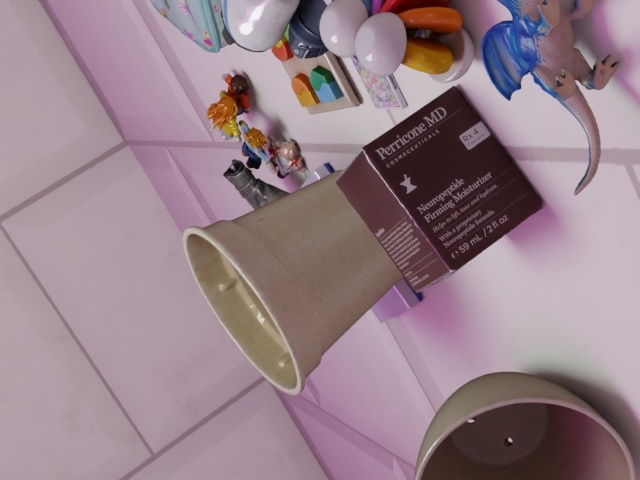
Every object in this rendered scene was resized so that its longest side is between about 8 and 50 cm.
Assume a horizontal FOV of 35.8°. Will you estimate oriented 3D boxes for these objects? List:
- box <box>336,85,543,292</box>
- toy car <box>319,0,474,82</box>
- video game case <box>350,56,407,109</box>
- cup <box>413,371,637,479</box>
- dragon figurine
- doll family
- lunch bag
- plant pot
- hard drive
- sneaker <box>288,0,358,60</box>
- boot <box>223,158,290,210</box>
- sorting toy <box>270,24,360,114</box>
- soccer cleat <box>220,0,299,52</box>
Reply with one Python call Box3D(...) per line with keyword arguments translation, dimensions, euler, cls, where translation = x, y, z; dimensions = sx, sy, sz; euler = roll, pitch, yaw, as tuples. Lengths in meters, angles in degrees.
Box3D(translation=(0.158, -0.064, 1.359), dimensions=(0.203, 0.168, 0.167), euler=(54, 164, 3), cls="box")
Box3D(translation=(0.100, -0.276, 1.211), dimensions=(0.182, 0.159, 0.136), euler=(38, 121, 46), cls="toy car")
Box3D(translation=(0.081, -0.252, 1.490), dimensions=(0.122, 0.011, 0.087), euler=(62, 162, -18), cls="video game case")
Box3D(translation=(0.299, 0.340, 1.565), dimensions=(0.331, 0.331, 0.237), euler=(61, -172, -17), cls="cup")
Box3D(translation=(0.230, -0.200, 1.048), dimensions=(0.144, 0.085, 0.289), euler=(24, 140, 63), cls="dragon figurine")
Box3D(translation=(-0.149, -0.214, 1.999), dimensions=(0.263, 0.118, 0.163), euler=(52, 166, 4), cls="doll family")
Box3D(translation=(-0.243, -0.483, 1.776), dimensions=(0.279, 0.108, 0.224), euler=(43, 159, 36), cls="lunch bag")
Box3D(translation=(-0.018, 0.043, 1.708), dimensions=(0.334, 0.305, 0.334), euler=(47, 158, 25), cls="plant pot")
Box3D(translation=(0.069, 0.011, 1.963), dimensions=(0.319, 0.040, 0.210), euler=(55, 163, 3), cls="hard drive")
Box3D(translation=(0.029, -0.290, 1.404), dimensions=(0.226, 0.086, 0.163), euler=(59, 155, 23), cls="sneaker")
Box3D(translation=(-0.117, -0.092, 1.996), dimensions=(0.161, 0.083, 0.246), euler=(43, 170, -21), cls="boot")
Box3D(translation=(-0.028, -0.298, 1.653), dimensions=(0.193, 0.038, 0.208), euler=(60, 163, -16), cls="sorting toy")
Box3D(translation=(-0.095, -0.428, 1.415), dimensions=(0.143, 0.116, 0.331), euler=(-41, 56, 49), cls="soccer cleat")
